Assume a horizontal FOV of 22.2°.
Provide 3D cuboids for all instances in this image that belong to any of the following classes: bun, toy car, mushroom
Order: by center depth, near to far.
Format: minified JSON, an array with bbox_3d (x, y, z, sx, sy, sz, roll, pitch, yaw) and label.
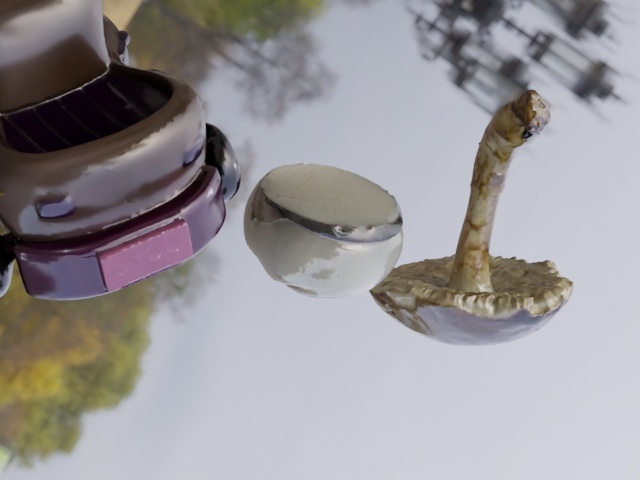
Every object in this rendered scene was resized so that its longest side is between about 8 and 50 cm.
[{"bbox_3d":[-0.235,-0.121,1.461,0.271,0.240,0.341,-24,-139,-22],"label":"toy car"},{"bbox_3d":[0.000,0.000,1.727,0.173,0.173,0.119,-78,-177,-62],"label":"bun"},{"bbox_3d":[0.202,-0.012,1.848,0.301,0.208,0.233,-56,-161,8],"label":"mushroom"}]
